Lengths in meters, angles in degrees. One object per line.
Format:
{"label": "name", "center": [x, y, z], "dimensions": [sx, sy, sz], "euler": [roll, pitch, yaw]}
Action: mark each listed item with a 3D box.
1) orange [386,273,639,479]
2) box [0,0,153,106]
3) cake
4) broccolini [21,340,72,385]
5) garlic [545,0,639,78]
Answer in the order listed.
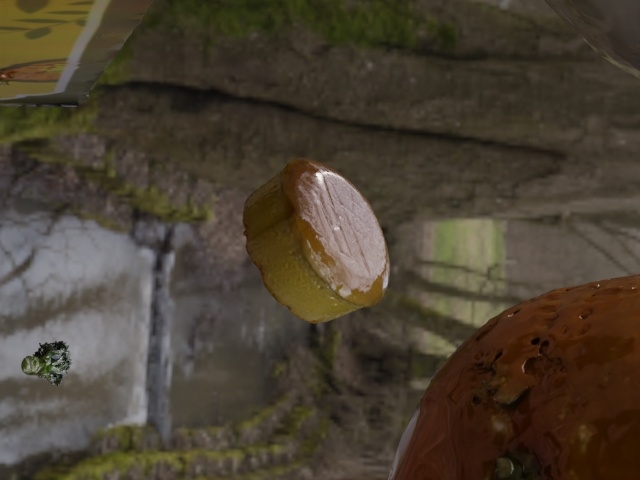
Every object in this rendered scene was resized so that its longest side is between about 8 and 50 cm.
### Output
{"label": "orange", "center": [0.216, 0.210, 0.713], "dimensions": [0.326, 0.424, 0.424], "euler": [42, 41, -34]}
{"label": "box", "center": [-0.271, -0.137, 0.411], "dimensions": [0.373, 0.420, 0.138], "euler": [172, -83, -73]}
{"label": "cake", "center": [0.000, 0.000, 0.584], "dimensions": [0.084, 0.044, 0.084], "euler": [38, 36, -34]}
{"label": "broccolini", "center": [-0.382, 0.170, 1.617], "dimensions": [0.216, 0.058, 0.067], "euler": [135, -53, -78]}
{"label": "garlic", "center": [0.182, -0.164, 0.392], "dimensions": [0.132, 0.279, 0.325], "euler": [-60, 163, -64]}
